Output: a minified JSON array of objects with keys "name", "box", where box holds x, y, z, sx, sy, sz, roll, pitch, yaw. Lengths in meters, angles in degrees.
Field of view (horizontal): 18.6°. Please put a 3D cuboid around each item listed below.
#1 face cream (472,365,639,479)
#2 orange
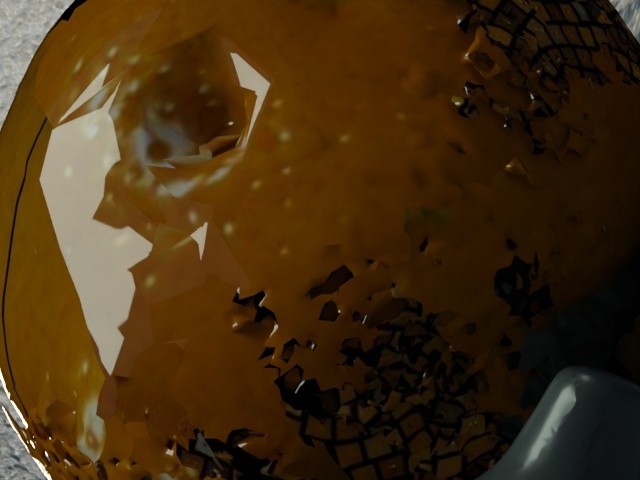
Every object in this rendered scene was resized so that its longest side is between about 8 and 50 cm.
[{"name":"face cream","box":[0.013,0.176,0.446,0.092,0.092,0.311,-135,64,-88]},{"name":"orange","box":[0.000,0.000,0.615,0.182,0.234,0.234,33,-105,-61]}]
